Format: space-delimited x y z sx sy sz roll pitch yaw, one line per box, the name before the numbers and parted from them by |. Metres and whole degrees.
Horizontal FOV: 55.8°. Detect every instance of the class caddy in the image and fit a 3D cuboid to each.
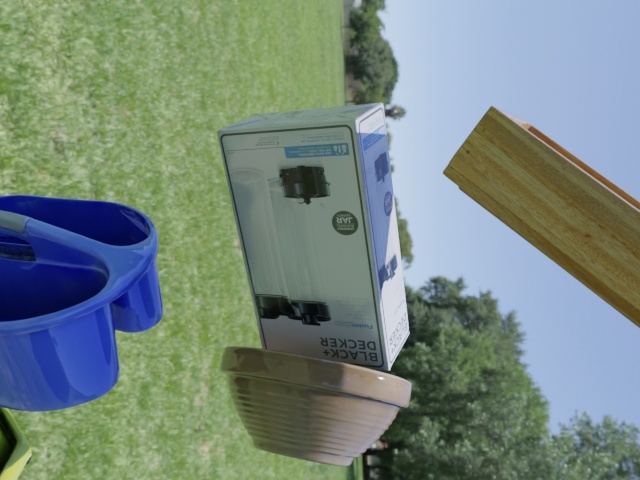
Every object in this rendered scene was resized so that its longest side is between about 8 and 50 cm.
caddy | -0.345 0.043 0.689 0.241 0.341 0.179 -67 158 -53

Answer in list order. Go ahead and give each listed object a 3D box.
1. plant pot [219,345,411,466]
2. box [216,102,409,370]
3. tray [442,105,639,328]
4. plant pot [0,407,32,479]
plant pot | -0.014 0.205 0.733 0.237 0.237 0.110 78 23 -71
box | 0.000 0.000 0.695 0.087 0.169 0.290 -46 133 -57
tray | 0.306 0.038 0.520 0.076 0.411 0.202 -56 164 21
plant pot | -0.555 0.307 0.843 0.207 0.228 0.227 36 77 -40
